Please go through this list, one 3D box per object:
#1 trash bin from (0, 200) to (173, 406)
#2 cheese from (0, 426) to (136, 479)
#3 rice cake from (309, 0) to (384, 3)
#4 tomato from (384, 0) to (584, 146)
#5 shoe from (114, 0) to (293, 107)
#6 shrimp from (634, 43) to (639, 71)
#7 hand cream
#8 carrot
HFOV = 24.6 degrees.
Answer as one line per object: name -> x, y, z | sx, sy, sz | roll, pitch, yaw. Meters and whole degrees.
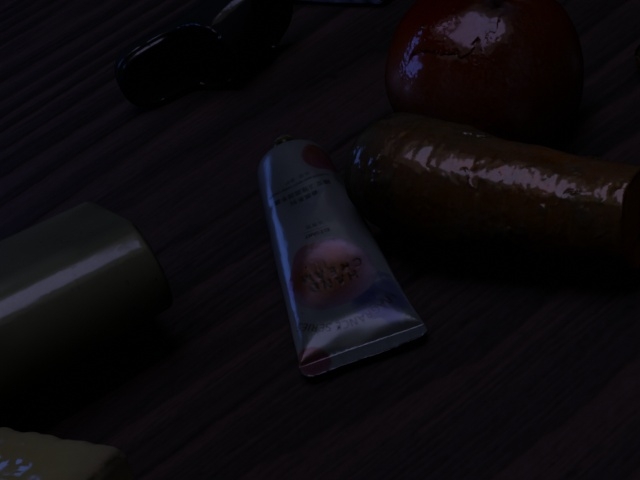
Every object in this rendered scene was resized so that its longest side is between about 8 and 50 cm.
trash bin -> -0.295, 0.067, 1.438 | 0.247, 0.121, 0.243 | -28, 20, -19
cheese -> -0.312, 0.270, 1.211 | 0.266, 0.123, 0.242 | 5, 39, 28
rice cake -> 0.010, -0.325, 1.907 | 0.180, 0.030, 0.042 | 8, 31, 31
tomato -> 0.170, -0.182, 1.528 | 0.208, 0.184, 0.208 | -12, 39, 9
shoe -> -0.131, -0.229, 1.789 | 0.241, 0.108, 0.093 | -29, 39, -3
shrimp -> 0.463, -0.241, 1.580 | 0.262, 0.066, 0.117 | -20, 37, -5
hand cream -> 0.000, 0.000, 1.472 | 0.124, 0.077, 0.340 | -19, 41, -2
carrot -> 0.165, -0.040, 1.397 | 0.302, 0.138, 0.138 | 14, 47, 35
